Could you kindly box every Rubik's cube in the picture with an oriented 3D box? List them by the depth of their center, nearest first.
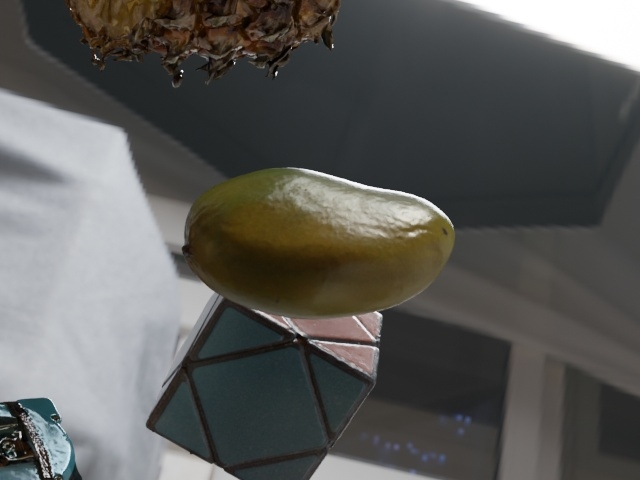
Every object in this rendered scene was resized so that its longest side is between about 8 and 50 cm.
[{"bbox_3d":[-0.063,0.156,1.650,0.205,0.205,0.207,-58,-173,20],"label":"Rubik's cube"}]

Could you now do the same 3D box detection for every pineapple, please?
[{"bbox_3d":[-0.128,-0.351,1.612,0.352,0.300,0.352,-12,-105,53],"label":"pineapple"}]

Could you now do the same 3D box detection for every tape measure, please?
[{"bbox_3d":[-0.308,0.219,1.336,0.146,0.125,0.081,54,-43,39],"label":"tape measure"}]

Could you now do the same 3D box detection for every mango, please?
[{"bbox_3d":[-0.002,0.002,0.962,0.122,0.191,0.085,-73,165,-60],"label":"mango"}]
